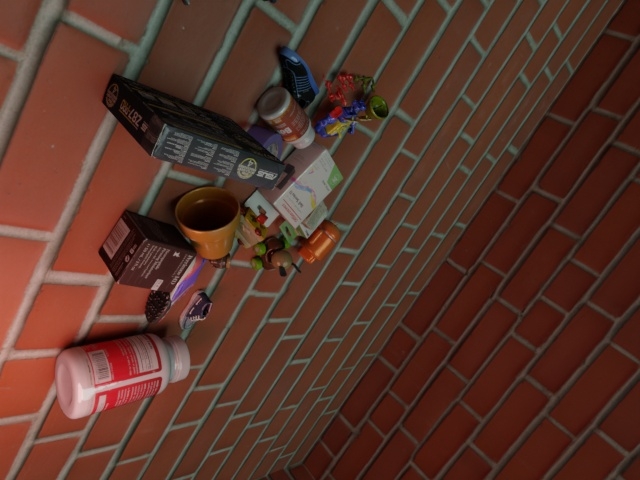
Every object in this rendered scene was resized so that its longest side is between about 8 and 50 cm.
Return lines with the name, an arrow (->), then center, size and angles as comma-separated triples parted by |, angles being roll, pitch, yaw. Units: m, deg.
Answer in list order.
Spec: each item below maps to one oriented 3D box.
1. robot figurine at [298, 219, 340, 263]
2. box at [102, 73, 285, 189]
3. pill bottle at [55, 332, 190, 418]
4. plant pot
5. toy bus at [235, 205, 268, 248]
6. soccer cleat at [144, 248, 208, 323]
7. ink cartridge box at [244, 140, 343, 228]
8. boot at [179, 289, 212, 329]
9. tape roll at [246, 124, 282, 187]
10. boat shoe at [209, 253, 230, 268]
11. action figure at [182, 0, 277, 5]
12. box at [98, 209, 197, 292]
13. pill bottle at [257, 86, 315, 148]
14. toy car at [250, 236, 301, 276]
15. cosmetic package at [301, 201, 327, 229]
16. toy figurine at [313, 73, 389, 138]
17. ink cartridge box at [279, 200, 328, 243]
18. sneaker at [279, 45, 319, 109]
robot figurine -> 0.000, 0.000, 2.034 | 0.219, 0.128, 0.158 | -48, 125, 0
box -> -0.327, -0.284, 1.228 | 0.394, 0.318, 0.097 | 9, 116, -52
pill bottle -> -0.687, 0.459, 1.623 | 0.407, 0.229, 0.229 | -3, 125, -46
plant pot -> -0.364, -0.043, 1.528 | 0.205, 0.205, 0.188 | -30, 147, -26
toy bus -> -0.283, -0.074, 1.665 | 0.104, 0.190, 0.202 | -77, -179, -55
soccer cleat -> -0.517, 0.170, 1.648 | 0.318, 0.108, 0.116 | -58, 149, 8
ink cartridge box -> -0.097, -0.190, 1.747 | 0.353, 0.119, 0.207 | -47, 146, -4
boot -> -0.492, 0.293, 1.803 | 0.069, 0.086, 0.190 | 4, 119, -50
tape roll -> -0.205, -0.277, 1.515 | 0.189, 0.080, 0.189 | -59, 168, -22
boat shoe -> -0.370, 0.064, 1.668 | 0.073, 0.207, 0.073 | 3, 88, -14
action figure -> -0.184, -0.736, 1.088 | 0.330, 0.178, 0.341 | -35, 168, -27
box -> -0.539, 0.038, 1.434 | 0.169, 0.167, 0.203 | -55, 145, 8
pill bottle -> -0.106, -0.401, 1.532 | 0.121, 0.121, 0.216 | -50, 145, 1
toy car -> -0.166, 0.091, 1.879 | 0.155, 0.188, 0.149 | -14, 132, -40
cosmetic package -> -0.029, -0.106, 1.833 | 0.115, 0.041, 0.060 | -56, 139, -14
toy figurine -> 0.071, -0.471, 1.691 | 0.217, 0.191, 0.362 | -30, 178, 39
ink cartridge box -> -0.064, -0.085, 1.888 | 0.209, 0.062, 0.109 | -49, 138, -21
sneaker -> -0.080, -0.518, 1.485 | 0.090, 0.081, 0.232 | -54, 147, -5
